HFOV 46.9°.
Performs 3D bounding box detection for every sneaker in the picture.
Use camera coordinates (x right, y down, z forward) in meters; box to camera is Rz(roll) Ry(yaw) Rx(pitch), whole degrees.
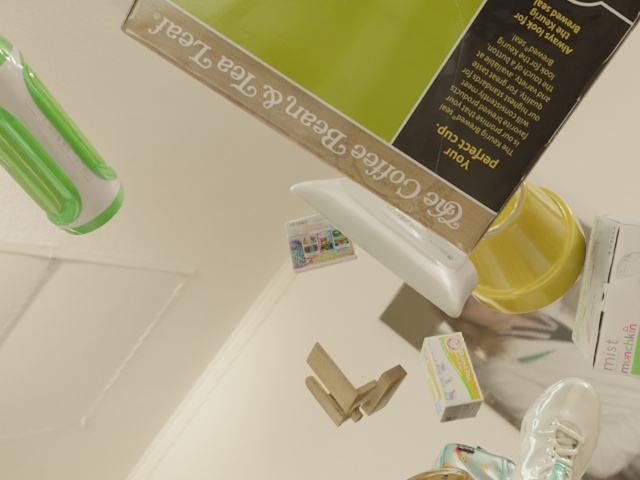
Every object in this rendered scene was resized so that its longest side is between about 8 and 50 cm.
[{"bbox_3d":[0.227,0.228,0.727,0.212,0.080,0.094,-57,-10,-16],"label":"sneaker"}]

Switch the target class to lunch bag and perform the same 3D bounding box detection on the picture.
[{"bbox_3d":[0.371,0.622,1.747,0.279,0.224,0.108,-73,-2,-46],"label":"lunch bag"}]

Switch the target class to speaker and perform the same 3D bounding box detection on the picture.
[{"bbox_3d":[-0.406,-0.143,1.049,0.131,0.131,0.296,-45,-48,-16],"label":"speaker"}]

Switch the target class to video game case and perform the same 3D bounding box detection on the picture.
[{"bbox_3d":[0.000,0.000,1.785,0.157,0.143,0.019,-14,-31,3],"label":"video game case"}]

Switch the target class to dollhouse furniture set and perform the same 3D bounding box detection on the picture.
[{"bbox_3d":[0.059,0.256,1.388,0.151,0.123,0.144,-18,-34,-39],"label":"dollhouse furniture set"}]

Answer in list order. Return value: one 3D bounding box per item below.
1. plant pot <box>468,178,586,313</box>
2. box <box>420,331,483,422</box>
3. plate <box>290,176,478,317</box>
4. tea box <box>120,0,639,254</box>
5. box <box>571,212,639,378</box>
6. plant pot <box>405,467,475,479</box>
[{"bbox_3d":[0.347,-0.020,1.399,0.254,0.254,0.239,-51,-42,-2],"label":"plant pot"},{"bbox_3d":[0.343,0.360,1.953,0.103,0.203,0.114,-8,-35,-7],"label":"box"},{"bbox_3d":[0.114,-0.013,1.069,0.045,0.278,0.277,-54,-10,15],"label":"plate"},{"bbox_3d":[0.073,-0.222,0.629,0.323,0.329,0.220,-56,2,13],"label":"tea box"},{"bbox_3d":[0.554,0.092,1.343,0.231,0.127,0.262,-30,-51,-79],"label":"box"},{"bbox_3d":[0.191,0.455,1.013,0.237,0.254,0.237,-18,2,1],"label":"plant pot"}]
